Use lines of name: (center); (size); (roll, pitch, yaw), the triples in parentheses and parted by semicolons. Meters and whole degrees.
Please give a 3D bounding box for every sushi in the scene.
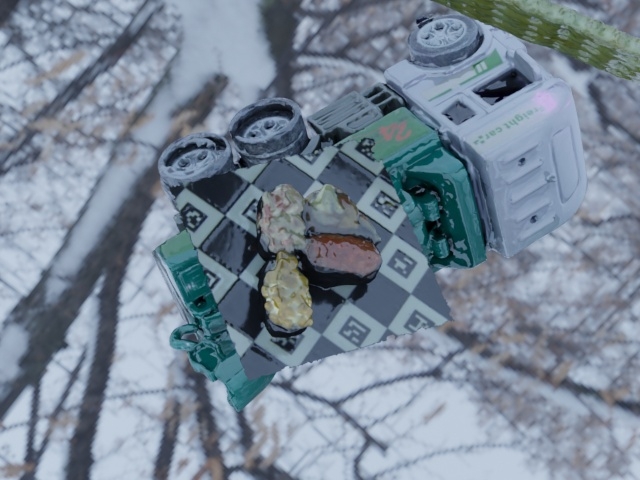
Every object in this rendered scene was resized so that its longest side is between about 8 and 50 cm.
sushi: (0.000, 0.000, 0.674); (0.126, 0.026, 0.120); (-15, -113, -24)

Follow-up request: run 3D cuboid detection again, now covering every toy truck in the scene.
toy truck: (0.034, -0.021, 0.986); (0.178, 0.363, 0.176); (42, 158, 45)

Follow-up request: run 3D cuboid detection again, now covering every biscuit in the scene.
biscuit: (0.104, -0.132, 0.731); (0.231, 0.016, 0.139); (23, -175, 5)
